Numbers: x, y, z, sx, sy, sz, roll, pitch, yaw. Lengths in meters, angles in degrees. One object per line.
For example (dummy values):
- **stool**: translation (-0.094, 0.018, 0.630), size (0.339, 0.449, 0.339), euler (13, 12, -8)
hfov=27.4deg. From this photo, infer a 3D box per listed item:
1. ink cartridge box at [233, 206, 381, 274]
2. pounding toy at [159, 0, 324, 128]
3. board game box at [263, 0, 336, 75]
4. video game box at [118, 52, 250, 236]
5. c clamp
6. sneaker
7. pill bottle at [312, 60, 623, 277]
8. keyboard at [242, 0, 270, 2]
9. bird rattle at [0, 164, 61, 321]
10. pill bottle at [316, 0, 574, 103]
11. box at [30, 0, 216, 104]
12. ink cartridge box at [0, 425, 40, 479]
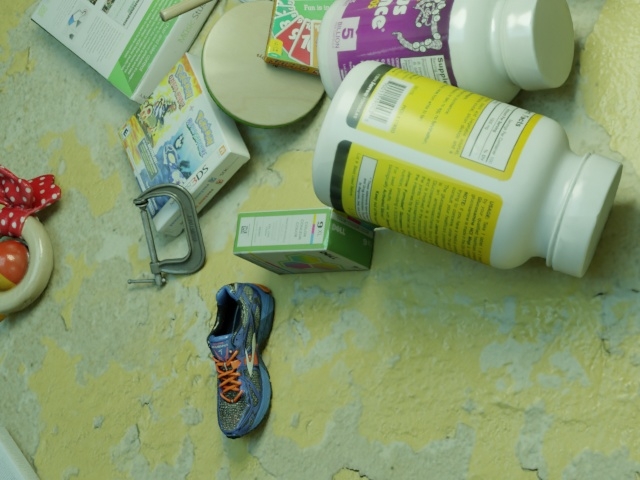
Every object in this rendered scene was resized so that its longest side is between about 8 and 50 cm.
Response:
- **ink cartridge box**: translation (0.000, 0.000, 1.739), size (0.209, 0.109, 0.062), euler (-3, 73, 33)
- **pounding toy**: translation (-0.104, -0.263, 1.891), size (0.183, 0.110, 0.237), euler (-36, 91, -16)
- **board game box**: translation (0.002, -0.363, 1.860), size (0.039, 0.124, 0.260), euler (139, 141, -70)
- **video game box**: translation (-0.206, -0.142, 1.950), size (0.187, 0.048, 0.205), euler (-44, 54, 26)
- **c clamp**: translation (-0.233, -0.007, 1.913), size (0.137, 0.022, 0.161), euler (2, 109, 22)
- **sneaker**: translation (-0.119, 0.158, 1.782), size (0.083, 0.087, 0.221), euler (-13, 67, 32)
- **pill bottle**: translation (0.174, -0.078, 1.554), size (0.333, 0.188, 0.188), euler (21, 87, 16)
- **keyboard**: translation (-0.150, -0.433, 2.049), size (0.256, 0.014, 0.072), euler (37, 97, 37)
- **bird rattle**: translation (-0.499, 0.013, 2.103), size (0.253, 0.143, 0.207), euler (-36, 68, 5)
- **pill bottle**: translation (0.160, -0.246, 1.674), size (0.301, 0.169, 0.169), euler (-1, 74, 34)
- **box**: translation (-0.315, -0.383, 2.118), size (0.322, 0.058, 0.232), euler (39, 101, 38)
- **ink cartridge box**: translation (-0.503, 0.431, 1.982), size (0.223, 0.045, 0.224), euler (-50, 55, 11)
